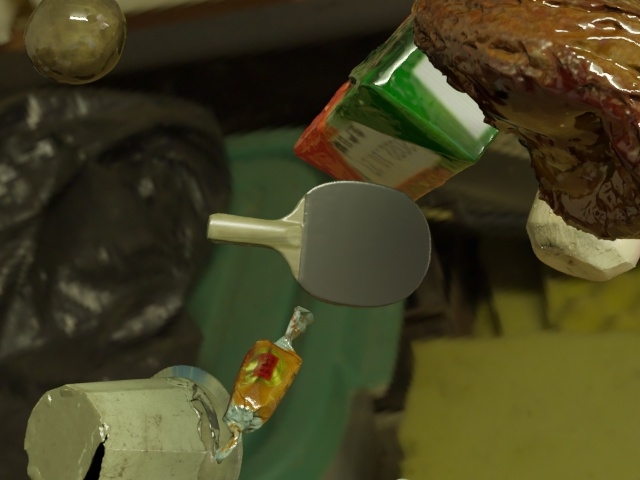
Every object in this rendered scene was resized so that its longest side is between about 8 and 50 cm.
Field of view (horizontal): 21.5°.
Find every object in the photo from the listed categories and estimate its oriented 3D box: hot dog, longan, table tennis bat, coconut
[{"bbox_3d":[0.208,-0.132,1.406,0.174,0.267,0.387,-42,19,9],"label":"hot dog"},{"bbox_3d":[-0.251,-0.211,1.703,0.106,0.106,0.119,-34,51,-22],"label":"longan"},{"bbox_3d":[0.000,0.000,1.828,0.246,0.138,0.022,6,-6,-9],"label":"table tennis bat"},{"bbox_3d":[0.364,-0.045,2.253,0.171,0.171,0.183,12,75,40],"label":"coconut"}]

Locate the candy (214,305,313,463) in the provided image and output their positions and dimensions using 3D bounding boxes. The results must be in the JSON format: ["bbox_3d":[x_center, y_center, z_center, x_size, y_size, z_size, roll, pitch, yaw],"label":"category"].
[{"bbox_3d":[-0.053,0.126,1.539,0.053,0.046,0.182,-30,22,48],"label":"candy"}]

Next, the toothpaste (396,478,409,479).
[{"bbox_3d":[0.028,0.282,1.378,0.067,0.255,0.037,-21,55,-42],"label":"toothpaste"}]

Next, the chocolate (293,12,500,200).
[{"bbox_3d":[0.164,-0.217,1.943,0.360,0.161,0.341,-49,4,-17],"label":"chocolate"}]

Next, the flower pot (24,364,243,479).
[{"bbox_3d":[-0.231,0.254,2.024,0.212,0.212,0.202,11,4,39],"label":"flower pot"}]
